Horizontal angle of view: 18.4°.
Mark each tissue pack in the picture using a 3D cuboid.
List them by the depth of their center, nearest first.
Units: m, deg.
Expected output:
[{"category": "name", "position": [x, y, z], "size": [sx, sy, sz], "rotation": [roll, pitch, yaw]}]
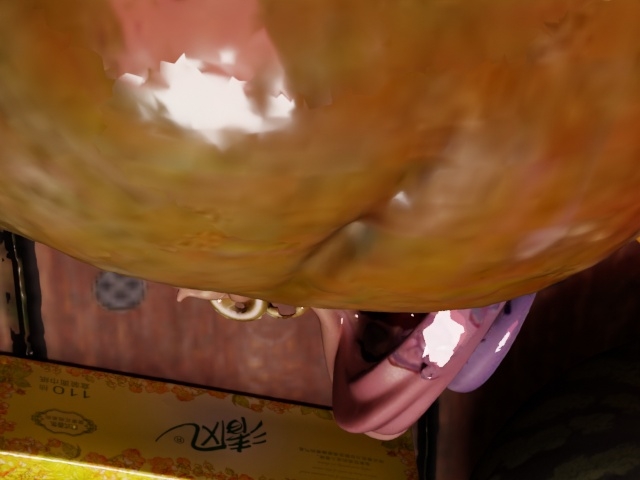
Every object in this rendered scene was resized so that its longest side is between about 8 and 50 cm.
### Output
[{"category": "tissue pack", "position": [-0.055, 0.114, 0.796], "size": [0.176, 0.062, 0.095], "rotation": [12, 123, -13]}]

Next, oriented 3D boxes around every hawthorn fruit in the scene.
[{"category": "hawthorn fruit", "position": [0.025, -0.112, 0.529], "size": [0.301, 0.267, 0.267], "rotation": [9, 124, -23]}]

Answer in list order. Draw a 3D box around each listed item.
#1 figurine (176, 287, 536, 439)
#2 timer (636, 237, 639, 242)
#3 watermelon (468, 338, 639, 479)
[{"category": "figurine", "position": [0.005, 0.001, 0.709], "size": [0.157, 0.114, 0.126], "rotation": [18, 91, 15]}, {"category": "timer", "position": [0.157, -0.021, 0.668], "size": [0.132, 0.152, 0.132], "rotation": [-3, 125, -4]}, {"category": "watermelon", "position": [0.148, 0.137, 0.749], "size": [0.212, 0.212, 0.212], "rotation": [-3, 125, -4]}]
